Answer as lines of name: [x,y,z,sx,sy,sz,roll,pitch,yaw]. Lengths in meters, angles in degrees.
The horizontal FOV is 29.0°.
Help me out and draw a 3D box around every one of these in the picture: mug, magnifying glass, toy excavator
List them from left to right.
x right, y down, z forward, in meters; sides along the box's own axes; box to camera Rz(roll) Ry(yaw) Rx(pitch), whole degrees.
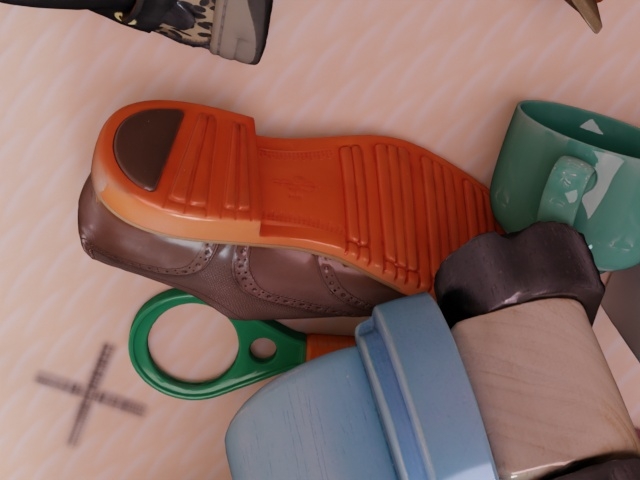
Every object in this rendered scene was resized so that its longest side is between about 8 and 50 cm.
magnifying glass: [-0.036,0.085,0.980,0.230,0.026,0.092,5,109,-3]
toy excavator: [-0.004,0.214,0.881,0.445,0.222,0.433,-13,150,-2]
mug: [0.178,-0.034,0.884,0.157,0.129,0.097,0,115,-37]

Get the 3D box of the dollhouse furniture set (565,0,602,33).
dollhouse furniture set: [0.211,-0.318,0.818,0.262,0.135,0.259,-38,118,10]

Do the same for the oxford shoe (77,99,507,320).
oxford shoe: [0.000,0.000,0.921,0.363,0.130,0.133,16,140,-16]

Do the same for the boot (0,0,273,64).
boot: [-0.161,-0.234,0.716,0.284,0.377,0.138,7,72,0]

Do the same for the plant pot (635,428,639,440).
plant pot: [0.246,0.278,0.979,0.201,0.180,0.201,-1,110,-2]

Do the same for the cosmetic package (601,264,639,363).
cosmetic package: [0.362,0.001,0.910,0.224,0.138,0.224,16,108,-7]
